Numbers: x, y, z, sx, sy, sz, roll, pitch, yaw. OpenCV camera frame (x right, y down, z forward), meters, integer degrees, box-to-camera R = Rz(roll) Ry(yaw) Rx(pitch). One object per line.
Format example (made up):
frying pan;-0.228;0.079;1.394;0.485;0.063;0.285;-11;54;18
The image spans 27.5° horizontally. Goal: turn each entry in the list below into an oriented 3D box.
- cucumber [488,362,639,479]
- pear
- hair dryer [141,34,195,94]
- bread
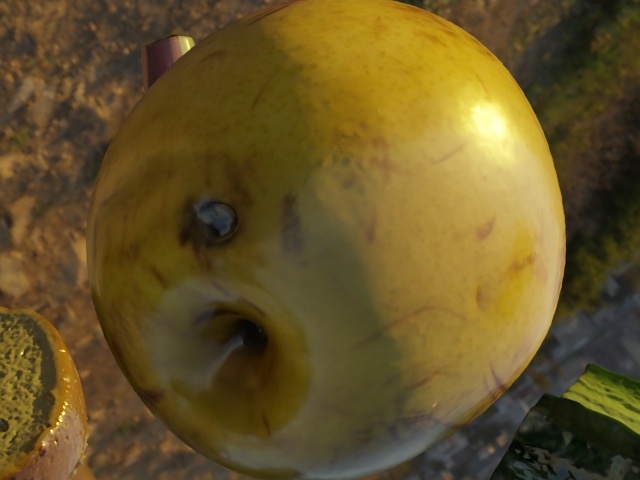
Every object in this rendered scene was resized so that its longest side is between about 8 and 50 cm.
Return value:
cucumber;0.207;0.195;0.999;0.191;0.130;0.191;-52;162;-25
pear;0.000;0.000;0.720;0.280;0.281;0.281;-31;159;-13
hair dryer;-0.058;-0.089;0.939;0.154;0.106;0.054;-4;174;-44
bread;-0.301;0.150;1.054;0.236;0.236;0.070;-26;135;-24
